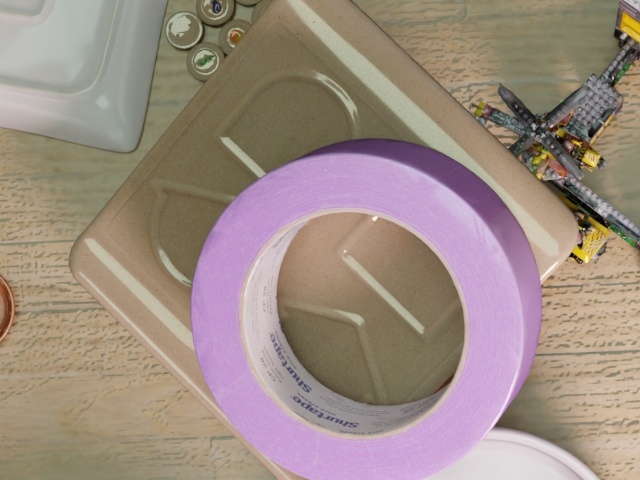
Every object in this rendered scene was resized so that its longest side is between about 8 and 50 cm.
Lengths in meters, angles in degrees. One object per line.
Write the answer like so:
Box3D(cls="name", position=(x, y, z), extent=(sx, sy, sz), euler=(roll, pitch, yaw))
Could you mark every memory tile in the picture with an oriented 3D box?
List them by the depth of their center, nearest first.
Box3D(cls="memory tile", position=(-0.061, -0.197, 1.697), extent=(0.148, 0.012, 0.113), euler=(-34, 81, 3))

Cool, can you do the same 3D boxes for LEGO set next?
Box3D(cls="LEGO set", position=(0.315, -0.117, 1.552), extent=(0.331, 0.192, 0.255), euler=(-44, 81, 2))

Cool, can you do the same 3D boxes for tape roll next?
Box3D(cls="tape roll", position=(0.037, 0.058, 1.483), extent=(0.275, 0.090, 0.274), euler=(3, 101, 17))

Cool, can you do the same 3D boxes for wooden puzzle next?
Box3D(cls="wooden puzzle", position=(0.000, 0.000, 1.573), extent=(0.322, 0.080, 0.348), euler=(44, 109, 5))

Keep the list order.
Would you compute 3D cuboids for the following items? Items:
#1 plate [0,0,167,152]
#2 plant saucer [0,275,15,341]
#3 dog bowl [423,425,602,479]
Box3D(cls="plate", position=(-0.280, -0.241, 1.713), extent=(0.277, 0.045, 0.278), euler=(11, 86, 9))
Box3D(cls="plant saucer", position=(-0.325, 0.064, 1.704), extent=(0.083, 0.013, 0.083), euler=(-1, 85, 7))
Box3D(cls="dog bowl", position=(0.142, 0.292, 1.578), extent=(0.265, 0.104, 0.265), euler=(-1, 85, 7))
